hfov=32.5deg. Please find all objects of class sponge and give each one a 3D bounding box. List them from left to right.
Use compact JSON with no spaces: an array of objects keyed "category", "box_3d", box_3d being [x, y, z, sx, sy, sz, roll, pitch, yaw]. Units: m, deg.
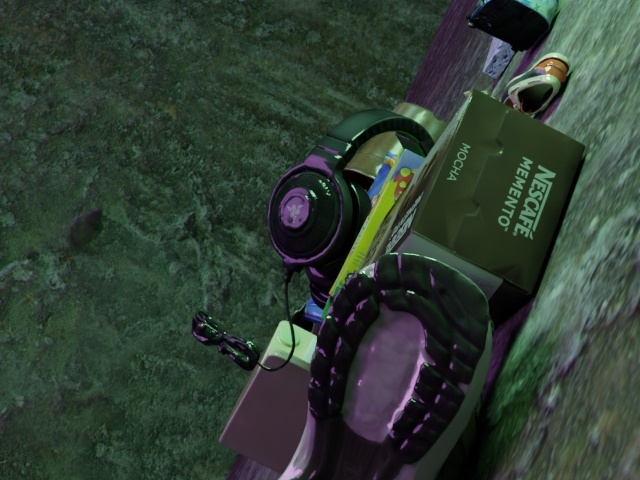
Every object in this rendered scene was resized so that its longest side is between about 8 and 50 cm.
[{"category":"sponge","box_3d":[0.321,-0.361,1.826,0.117,0.031,0.210,-61,4,35]}]

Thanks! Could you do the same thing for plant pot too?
[{"category":"plant pot","box_3d":[0.140,-0.137,1.884,0.165,0.167,0.167,-57,1,-13]}]

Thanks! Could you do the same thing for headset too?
[{"category":"headset","box_3d":[0.000,0.000,1.439,0.394,0.185,0.243,-53,-41,-16]}]

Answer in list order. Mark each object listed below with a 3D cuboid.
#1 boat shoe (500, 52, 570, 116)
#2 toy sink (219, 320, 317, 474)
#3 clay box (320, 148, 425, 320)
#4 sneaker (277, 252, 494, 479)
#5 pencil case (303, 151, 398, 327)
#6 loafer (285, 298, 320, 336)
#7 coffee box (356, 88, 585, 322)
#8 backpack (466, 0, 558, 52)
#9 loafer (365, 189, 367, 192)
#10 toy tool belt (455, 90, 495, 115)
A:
[{"category":"boat shoe","box_3d":[0.244,-0.167,1.272,0.043,0.049,0.137,-67,9,-25]},{"category":"toy sink","box_3d":[-0.027,0.220,1.602,0.234,0.153,0.131,-62,2,42]},{"category":"clay box","box_3d":[0.102,0.021,1.282,0.222,0.127,0.053,-64,3,-3]},{"category":"sneaker","box_3d":[0.050,0.211,0.895,0.182,0.158,0.410,9,-71,-60]},{"category":"pencil case","box_3d":[0.088,0.018,1.666,0.306,0.119,0.133,-63,14,-2]},{"category":"loafer","box_3d":[0.002,0.157,1.876,0.366,0.130,0.134,-61,3,40]},{"category":"coffee box","box_3d":[0.122,0.010,1.073,0.168,0.119,0.297,-63,2,-26]},{"category":"backpack","box_3d":[0.280,-0.333,1.548,0.084,0.105,0.114,-65,8,-14]},{"category":"loafer","box_3d":[0.054,-0.015,1.809,0.094,0.087,0.251,-26,-38,-6]},{"category":"toy tool belt","box_3d":[0.236,-0.203,1.710,0.052,0.051,0.083,-64,2,-24]}]
